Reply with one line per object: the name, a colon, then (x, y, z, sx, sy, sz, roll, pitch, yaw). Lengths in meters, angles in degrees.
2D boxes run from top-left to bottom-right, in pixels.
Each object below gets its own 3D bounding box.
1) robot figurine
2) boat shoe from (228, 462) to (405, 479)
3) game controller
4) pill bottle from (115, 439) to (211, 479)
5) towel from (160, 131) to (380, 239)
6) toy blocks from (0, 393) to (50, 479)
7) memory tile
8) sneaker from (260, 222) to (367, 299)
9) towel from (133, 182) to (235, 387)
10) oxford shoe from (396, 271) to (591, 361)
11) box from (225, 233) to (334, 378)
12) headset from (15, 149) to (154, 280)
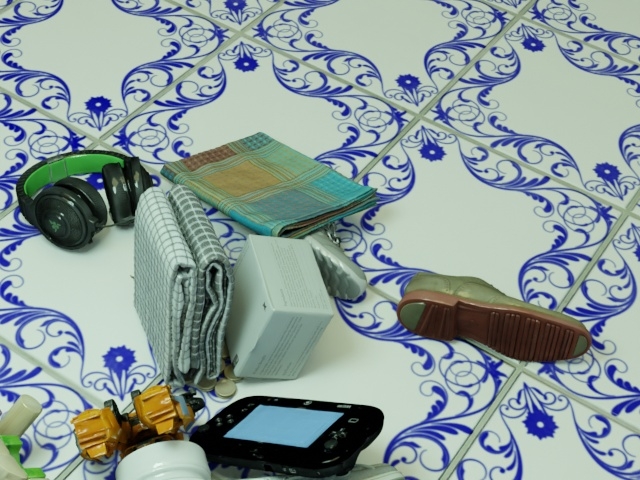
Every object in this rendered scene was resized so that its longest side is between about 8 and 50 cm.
robot figurine: (-0.279, 0.288, 1.626, 0.211, 0.291, 0.085, -19, 75, -6)
boat shoe: (-0.027, 0.391, 1.647, 0.320, 0.118, 0.103, -13, 53, -8)
game controller: (-0.055, 0.300, 1.668, 0.319, 0.067, 0.166, -1, 31, 39)
pill bottle: (-0.198, 0.434, 1.490, 0.161, 0.161, 0.283, -10, 52, -14)
towel: (-0.104, -0.114, 2.097, 0.271, 0.040, 0.370, -23, 38, -36)
toy blocks: (-0.508, 0.395, 1.512, 0.260, 0.309, 0.288, -48, 66, 9)
memory tile: (-0.179, 0.208, 1.877, 0.113, 0.012, 0.148, 16, 46, 10)
sneaker: (0.000, 0.000, 2.027, 0.115, 0.105, 0.281, -30, 55, -29)
towel: (-0.230, 0.078, 1.806, 0.121, 0.284, 0.235, -9, 39, -21)
oxford shoe: (0.320, 0.122, 1.931, 0.348, 0.123, 0.130, 14, 41, 7)
box: (-0.083, 0.116, 1.842, 0.119, 0.181, 0.182, 6, 43, -27)
headset: (-0.420, -0.048, 2.047, 0.243, 0.185, 0.394, -25, 38, -30)
